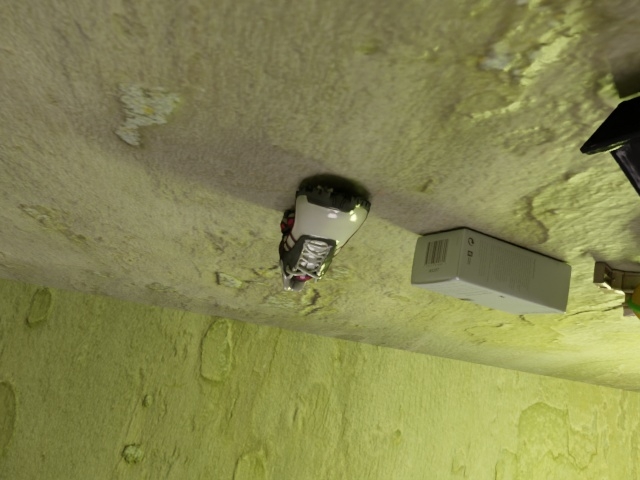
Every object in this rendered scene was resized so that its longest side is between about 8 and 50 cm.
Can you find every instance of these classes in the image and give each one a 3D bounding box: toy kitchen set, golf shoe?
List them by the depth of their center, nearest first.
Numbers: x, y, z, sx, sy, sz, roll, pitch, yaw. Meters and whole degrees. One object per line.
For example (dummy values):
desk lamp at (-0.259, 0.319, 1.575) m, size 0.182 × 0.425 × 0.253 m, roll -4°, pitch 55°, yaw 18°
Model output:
golf shoe at (0.000, 0.000, 1.183) m, size 0.105 × 0.120 × 0.273 m, roll 13°, pitch 165°, yaw -8°
toy kitchen set at (0.466, 0.076, 1.273) m, size 0.083 × 0.068 × 0.075 m, roll 0°, pitch 164°, yaw 34°

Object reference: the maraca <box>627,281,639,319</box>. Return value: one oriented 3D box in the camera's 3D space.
maraca at (0.533, 0.080, 1.188) m, size 0.185 × 0.099 × 0.127 m, roll -9°, pitch -166°, yaw 1°

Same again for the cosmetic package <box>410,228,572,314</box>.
cosmetic package at (0.265, 0.054, 1.294) m, size 0.231 × 0.086 × 0.117 m, roll 18°, pitch 165°, yaw -28°

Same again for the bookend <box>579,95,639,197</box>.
bookend at (0.321, -0.050, 0.662) m, size 0.156 × 0.072 × 0.157 m, roll 52°, pitch 154°, yaw -13°
